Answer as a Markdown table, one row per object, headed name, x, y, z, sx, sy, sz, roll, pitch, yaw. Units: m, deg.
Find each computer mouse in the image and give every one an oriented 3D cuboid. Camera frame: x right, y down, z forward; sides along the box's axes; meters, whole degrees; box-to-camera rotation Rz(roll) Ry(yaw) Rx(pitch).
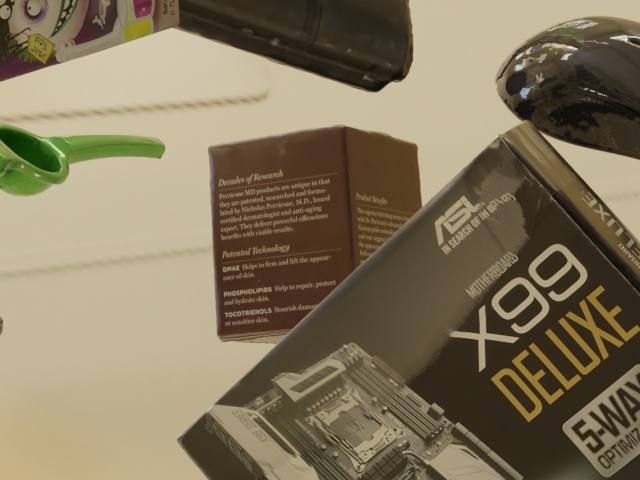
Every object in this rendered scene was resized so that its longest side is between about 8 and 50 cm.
| name | x | y | z | sx | sy | sz | roll | pitch | yaw |
| --- | --- | --- | --- | --- | --- | --- | --- | --- | --- |
| computer mouse | 0.270 | -0.116 | 1.276 | 0.272 | 0.072 | 0.188 | 15 | -137 | 10 |

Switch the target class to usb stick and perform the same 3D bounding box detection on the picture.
| name | x | y | z | sx | sy | sz | roll | pitch | yaw |
| --- | --- | --- | --- | --- | --- | --- | --- | --- | --- |
| usb stick | -0.062 | -0.141 | 0.856 | 0.278 | 0.045 | 0.077 | 14 | -111 | -38 |

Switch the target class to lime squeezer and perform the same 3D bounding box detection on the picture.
| name | x | y | z | sx | sy | sz | roll | pitch | yaw |
| --- | --- | --- | --- | --- | --- | --- | --- | --- | --- |
| lime squeezer | -0.196 | -0.019 | 1.005 | 0.059 | 0.110 | 0.310 | 27 | -134 | 31 |

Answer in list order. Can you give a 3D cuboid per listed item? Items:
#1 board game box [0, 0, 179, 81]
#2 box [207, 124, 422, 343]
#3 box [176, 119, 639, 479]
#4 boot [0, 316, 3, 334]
| name | x | y | z | sx | sy | sz | roll | pitch | yaw |
| --- | --- | --- | --- | --- | --- | --- | --- | --- | --- |
| board game box | -0.138 | -0.212 | 0.513 | 0.056 | 0.347 | 0.208 | 20 | -148 | 41 |
| box | 0.000 | 0.000 | 1.724 | 0.168 | 0.167 | 0.203 | 9 | -105 | -60 |
| box | 0.095 | 0.115 | 1.048 | 0.242 | 0.307 | 0.076 | 49 | -156 | 5 |
| boot | -0.370 | 0.018 | 1.618 | 0.076 | 0.189 | 0.208 | -27 | -102 | -21 |
